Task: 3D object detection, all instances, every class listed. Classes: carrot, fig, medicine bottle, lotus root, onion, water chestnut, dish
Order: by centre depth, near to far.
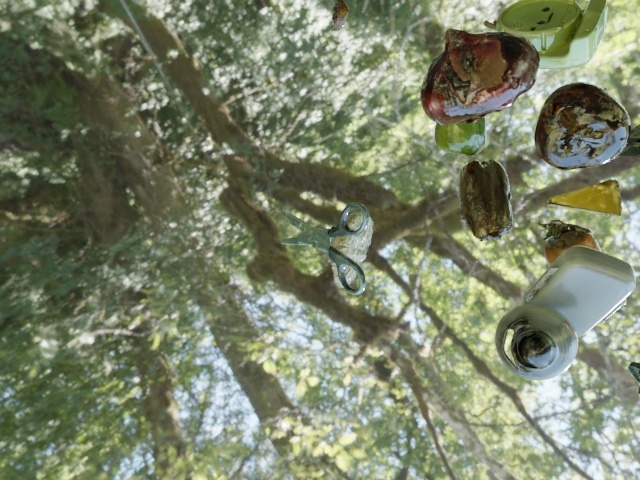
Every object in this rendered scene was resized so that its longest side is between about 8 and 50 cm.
[{"bbox_3d":[0.335,-0.380,1.387,0.272,0.195,0.272,-31,-154,17],"label":"onion"},{"bbox_3d":[0.640,-0.272,1.552,0.224,0.223,0.238,-20,-161,26],"label":"water chestnut"},{"bbox_3d":[0.513,-0.142,1.968,0.167,0.078,0.329,-13,-130,17],"label":"lotus root"},{"bbox_3d":[0.450,-0.371,2.010,0.167,0.233,0.167,-6,-135,6],"label":"fig"},{"bbox_3d":[0.722,0.360,2.117,0.273,0.273,0.134,-21,-178,25],"label":"dish"},{"bbox_3d":[0.878,0.180,2.152,0.375,0.282,0.123,111,0,-48],"label":"medicine bottle"},{"bbox_3d":[0.972,0.054,2.401,0.214,0.331,0.193,-37,-167,-19],"label":"carrot"}]

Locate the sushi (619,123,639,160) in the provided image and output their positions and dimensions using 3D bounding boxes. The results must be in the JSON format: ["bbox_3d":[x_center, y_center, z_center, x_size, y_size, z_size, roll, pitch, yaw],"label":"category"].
[{"bbox_3d":[1.097,-0.301,1.895,0.343,0.064,0.359,-32,-159,-23],"label":"sushi"}]

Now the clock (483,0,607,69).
[{"bbox_3d":[0.542,-0.528,1.574,0.308,0.096,0.235,10,-129,30],"label":"clock"}]

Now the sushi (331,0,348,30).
[{"bbox_3d":[0.057,-0.679,1.878,0.050,0.047,0.099,152,-49,-77],"label":"sushi"}]

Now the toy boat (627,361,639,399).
[{"bbox_3d":[0.865,0.385,1.541,0.122,0.114,0.296,-35,-155,-3],"label":"toy boat"}]

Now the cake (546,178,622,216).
[{"bbox_3d":[0.723,-0.090,1.700,0.185,0.116,0.080,-21,163,16],"label":"cake"}]

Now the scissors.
[{"bbox_3d":[0.000,0.000,1.808,0.029,0.255,0.384,-10,-165,-39],"label":"scissors"}]

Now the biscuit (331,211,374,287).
[{"bbox_3d":[0.106,0.016,2.184,0.084,0.179,0.281,9,-113,31],"label":"biscuit"}]
